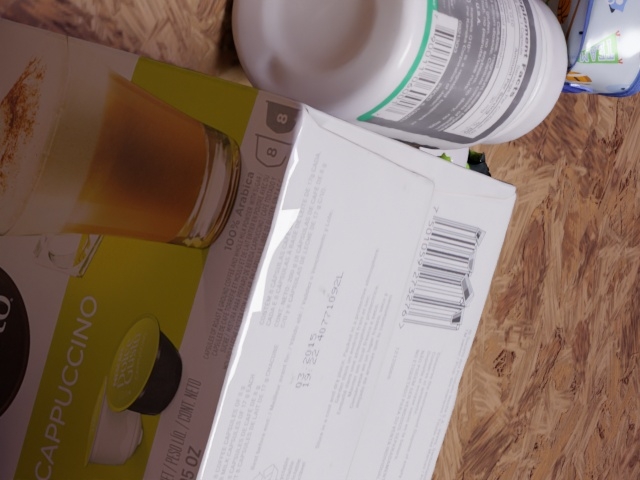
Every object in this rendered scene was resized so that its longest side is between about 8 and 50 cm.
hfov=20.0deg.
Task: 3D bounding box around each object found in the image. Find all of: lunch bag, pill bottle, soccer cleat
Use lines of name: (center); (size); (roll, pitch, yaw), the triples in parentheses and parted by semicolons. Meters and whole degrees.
lunch bag: (0.292, -0.271, 2.001); (0.115, 0.303, 0.243); (12, 93, -14)
pill bottle: (0.091, -0.196, 1.772); (0.361, 0.204, 0.204); (7, 99, -59)
soccer cleat: (0.181, -0.062, 2.118); (0.179, 0.060, 0.072); (37, 72, -54)

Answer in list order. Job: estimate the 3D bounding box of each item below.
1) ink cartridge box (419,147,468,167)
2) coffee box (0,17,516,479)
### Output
ink cartridge box: (0.091, -0.019, 1.988); (0.115, 0.067, 0.198); (0, 106, -58)
coffee box: (-0.099, 0.046, 1.464); (0.338, 0.334, 0.338); (14, 93, -57)
